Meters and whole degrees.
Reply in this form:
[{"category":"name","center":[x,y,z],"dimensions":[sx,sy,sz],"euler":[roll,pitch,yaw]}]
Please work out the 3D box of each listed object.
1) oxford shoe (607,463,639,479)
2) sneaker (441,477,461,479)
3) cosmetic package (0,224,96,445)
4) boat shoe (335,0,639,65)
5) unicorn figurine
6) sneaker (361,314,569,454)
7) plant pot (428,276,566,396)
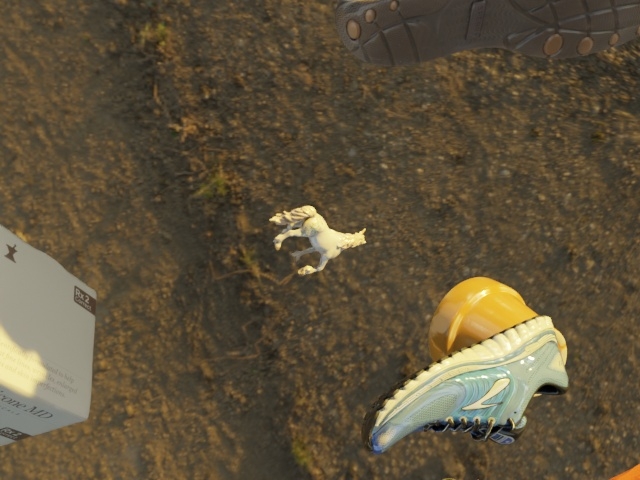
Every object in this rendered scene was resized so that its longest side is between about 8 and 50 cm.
[{"category":"oxford shoe","center":[0.252,0.230,0.527],"dimensions":[0.132,0.364,0.130],"euler":[60,165,-13]},{"category":"sneaker","center":[0.283,0.473,1.447],"dimensions":[0.119,0.047,0.057],"euler":[21,124,-21]},{"category":"cosmetic package","center":[-0.339,0.104,0.731],"dimensions":[0.184,0.151,0.151],"euler":[-19,55,16]},{"category":"boat shoe","center":[0.188,-0.270,0.761],"dimensions":[0.355,0.132,0.130],"euler":[-4,63,-6]},{"category":"unicorn figurine","center":[0.000,0.000,1.146],"dimensions":[0.111,0.162,0.060],"euler":[-29,57,13]},{"category":"sneaker","center":[0.212,0.225,1.053],"dimensions":[0.147,0.330,0.130],"euler":[65,164,13]},{"category":"plant pot","center":[0.335,0.190,1.388],"dimensions":[0.188,0.205,0.205],"euler":[26,113,57]}]
